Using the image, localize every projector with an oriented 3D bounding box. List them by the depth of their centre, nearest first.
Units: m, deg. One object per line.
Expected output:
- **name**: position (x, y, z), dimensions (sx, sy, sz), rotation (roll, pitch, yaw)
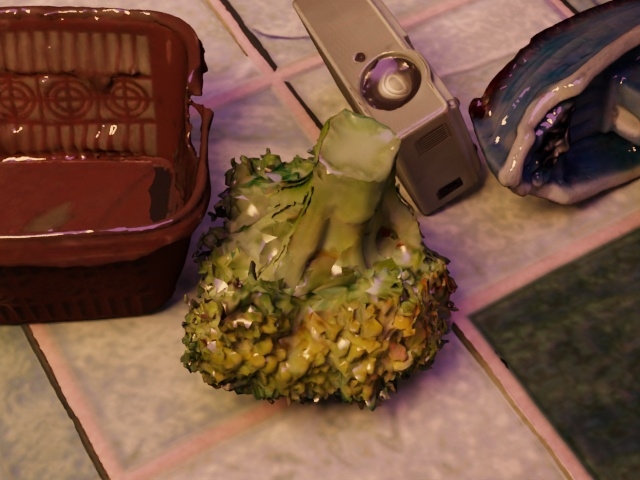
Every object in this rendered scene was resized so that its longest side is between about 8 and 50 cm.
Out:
- **projector**: position (0.050, -0.108, 0.819), dimensions (0.061, 0.115, 0.147), rotation (-33, 60, 4)

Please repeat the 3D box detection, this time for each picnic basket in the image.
- **picnic basket**: position (-0.217, -0.042, 0.762), dimensions (0.297, 0.129, 0.222), rotation (-2, 53, -4)

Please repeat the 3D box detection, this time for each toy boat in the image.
- **toy boat**: position (0.243, -0.099, 0.817), dimensions (0.309, 0.129, 0.142), rotation (-22, 44, -24)

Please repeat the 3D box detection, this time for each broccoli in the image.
- **broccoli**: position (0.000, 0.000, 0.704), dimensions (0.194, 0.194, 0.220), rotation (33, 54, 19)
